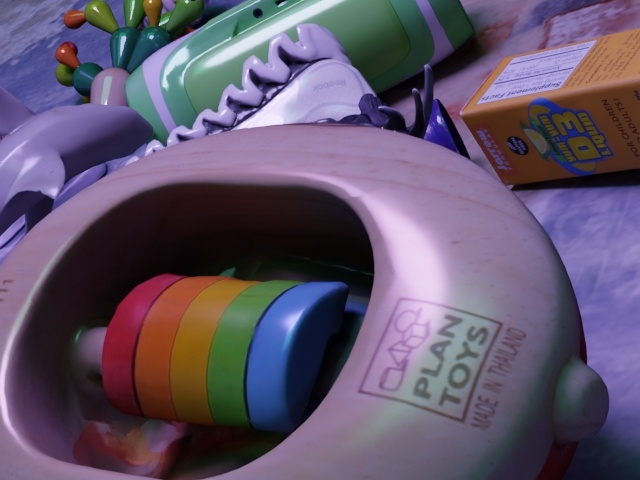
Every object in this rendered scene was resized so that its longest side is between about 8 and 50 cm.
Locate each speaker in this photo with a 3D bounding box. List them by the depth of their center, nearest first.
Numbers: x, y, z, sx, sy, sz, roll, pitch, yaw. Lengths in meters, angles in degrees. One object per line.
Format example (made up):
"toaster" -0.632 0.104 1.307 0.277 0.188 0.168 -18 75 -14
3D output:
"speaker" -0.020 -0.163 1.480 0.297 0.131 0.131 -27 26 8

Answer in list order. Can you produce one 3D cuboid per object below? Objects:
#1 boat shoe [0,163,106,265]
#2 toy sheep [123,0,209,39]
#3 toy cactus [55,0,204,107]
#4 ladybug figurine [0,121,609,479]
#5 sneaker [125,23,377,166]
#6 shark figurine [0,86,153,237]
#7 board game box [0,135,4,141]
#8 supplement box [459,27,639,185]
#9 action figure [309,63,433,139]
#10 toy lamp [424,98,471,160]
"boat shoe" -0.308 -0.035 1.615 0.083 0.075 0.226 1 41 48
"toy sheep" -0.173 -0.264 1.869 0.132 0.091 0.091 -26 26 23
"toy cactus" -0.207 -0.182 1.772 0.219 0.112 0.180 -12 50 28
"ladybug figurine" -0.026 0.084 0.968 0.449 0.162 0.305 7 63 42
"sneaker" -0.074 -0.044 1.361 0.292 0.110 0.118 -43 67 4
"shark figurine" -0.243 -0.016 1.343 0.116 0.166 0.278 14 70 50
"board game box" -0.426 -0.056 1.824 0.124 0.039 0.259 -16 27 30
"supplement box" 0.210 -0.096 1.152 0.233 0.078 0.080 -6 36 51
"action figure" 0.000 0.000 1.167 0.276 0.141 0.164 -36 20 26
"toy lamp" -0.019 -0.019 1.283 0.275 0.080 0.080 -27 26 11
